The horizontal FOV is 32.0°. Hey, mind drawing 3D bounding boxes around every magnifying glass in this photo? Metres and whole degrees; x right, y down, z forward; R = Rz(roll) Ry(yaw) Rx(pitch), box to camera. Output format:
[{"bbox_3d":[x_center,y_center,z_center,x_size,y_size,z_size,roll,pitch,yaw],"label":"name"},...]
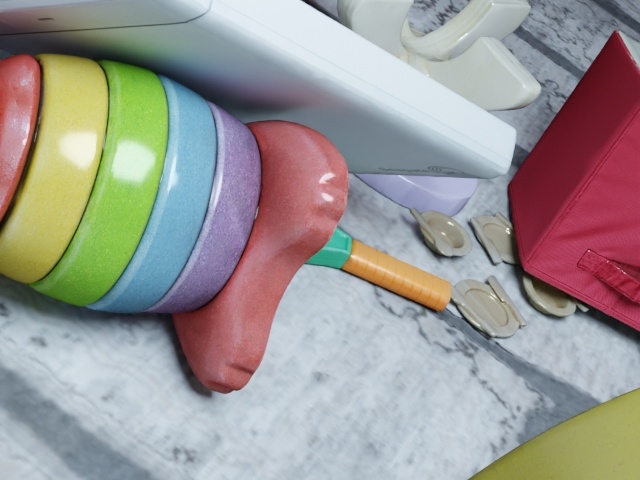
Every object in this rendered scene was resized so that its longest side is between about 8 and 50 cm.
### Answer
[{"bbox_3d":[0.000,0.000,0.892,0.231,0.026,0.092,26,34,-13],"label":"magnifying glass"}]

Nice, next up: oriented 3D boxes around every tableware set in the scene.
[{"bbox_3d":[0.157,0.024,0.995,0.169,0.020,0.141,-4,48,-42],"label":"tableware set"}]

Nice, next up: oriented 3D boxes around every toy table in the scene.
[{"bbox_3d":[0.076,-0.172,1.050,0.274,0.161,0.252,45,36,16],"label":"toy table"}]

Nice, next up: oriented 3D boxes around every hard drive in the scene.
[{"bbox_3d":[-0.054,-0.112,0.762,0.233,0.047,0.353,6,-9,40],"label":"hard drive"}]

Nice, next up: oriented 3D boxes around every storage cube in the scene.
[{"bbox_3d":[0.307,-0.047,1.032,0.184,0.193,0.215,27,25,-9],"label":"storage cube"}]

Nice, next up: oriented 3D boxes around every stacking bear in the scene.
[{"bbox_3d":[-0.159,-0.040,0.666,0.289,0.175,0.164,18,22,-30],"label":"stacking bear"}]

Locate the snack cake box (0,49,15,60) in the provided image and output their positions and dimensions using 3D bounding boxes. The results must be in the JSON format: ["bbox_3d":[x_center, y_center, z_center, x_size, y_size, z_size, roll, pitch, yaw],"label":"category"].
[{"bbox_3d":[-0.202,-0.270,0.856,0.089,0.152,0.264,9,70,-32],"label":"snack cake box"}]

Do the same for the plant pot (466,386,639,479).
[{"bbox_3d":[0.237,0.204,0.686,0.212,0.187,0.212,15,38,-26],"label":"plant pot"}]
